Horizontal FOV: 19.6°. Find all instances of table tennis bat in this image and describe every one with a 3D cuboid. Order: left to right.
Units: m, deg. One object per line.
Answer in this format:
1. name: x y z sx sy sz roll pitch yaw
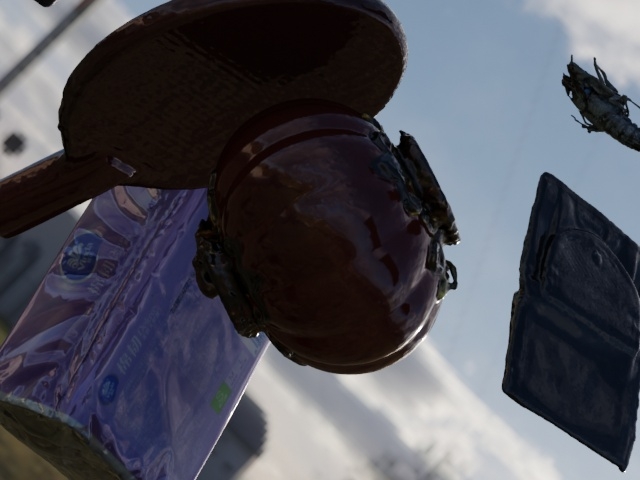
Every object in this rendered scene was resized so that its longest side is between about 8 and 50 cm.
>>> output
1. table tennis bat: -0.117 -0.102 1.562 0.268 0.414 0.051 30 41 -53

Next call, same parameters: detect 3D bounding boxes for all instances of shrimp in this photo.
1. shrimp: 0.389 -0.176 2.471 0.174 0.076 0.082 39 -49 7

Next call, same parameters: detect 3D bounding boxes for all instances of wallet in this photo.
1. wallet: 0.334 0.101 2.351 0.247 0.323 0.041 33 -32 -32

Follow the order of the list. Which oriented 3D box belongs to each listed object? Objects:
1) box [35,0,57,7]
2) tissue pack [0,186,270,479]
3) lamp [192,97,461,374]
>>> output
1. box: -0.258 -0.335 1.723 0.168 0.071 0.259 32 -34 -19
2. tissue pack: -0.178 0.089 1.903 0.160 0.338 0.242 14 -26 34
3. lamp: 0.000 0.000 1.469 0.227 0.227 0.227 42 -11 10
